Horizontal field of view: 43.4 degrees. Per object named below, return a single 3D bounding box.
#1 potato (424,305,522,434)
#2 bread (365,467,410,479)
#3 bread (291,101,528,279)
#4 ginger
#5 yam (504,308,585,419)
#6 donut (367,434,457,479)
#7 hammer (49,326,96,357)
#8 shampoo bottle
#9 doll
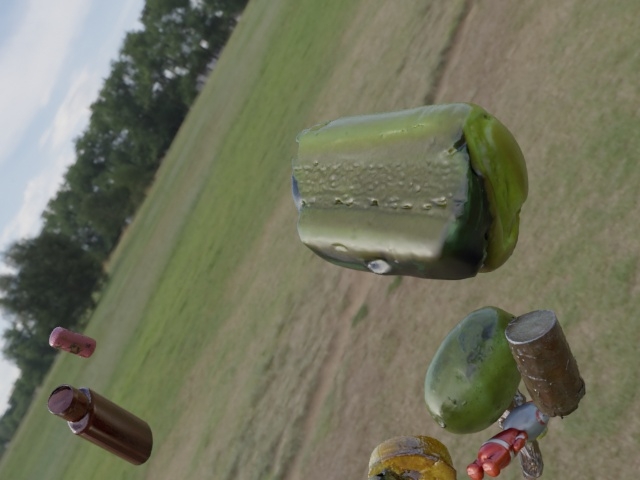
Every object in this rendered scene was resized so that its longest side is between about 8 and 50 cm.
[{"bbox_3d":[0.355,0.297,1.846,0.216,0.216,0.304,-176,106,-78],"label":"potato"},{"bbox_3d":[0.076,0.290,0.770,0.069,0.127,0.140,-37,-28,6],"label":"bread"},{"bbox_3d":[0.134,-0.069,1.203,0.377,0.208,0.251,2,85,51],"label":"bread"},{"bbox_3d":[0.479,0.438,1.956,0.122,0.084,0.290,-31,72,55],"label":"ginger"},{"bbox_3d":[0.301,0.163,1.077,0.079,0.141,0.079,-24,26,12],"label":"yam"},{"bbox_3d":[0.196,0.481,1.723,0.074,0.190,0.174,-87,-18,-45],"label":"donut"},{"bbox_3d":[-0.453,0.187,1.472,0.043,0.083,0.043,-46,31,38],"label":"hammer"},{"bbox_3d":[-0.429,0.358,1.587,0.064,0.260,0.102,-24,51,11],"label":"shampoo bottle"},{"bbox_3d":[0.392,0.397,1.632,0.245,0.076,0.142,-31,-6,-36],"label":"doll"}]
